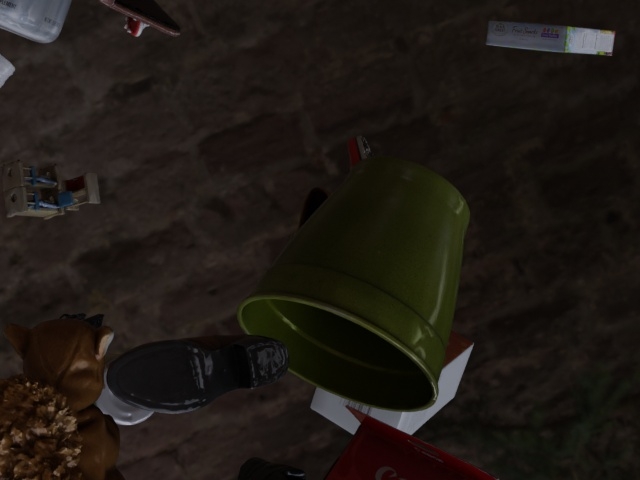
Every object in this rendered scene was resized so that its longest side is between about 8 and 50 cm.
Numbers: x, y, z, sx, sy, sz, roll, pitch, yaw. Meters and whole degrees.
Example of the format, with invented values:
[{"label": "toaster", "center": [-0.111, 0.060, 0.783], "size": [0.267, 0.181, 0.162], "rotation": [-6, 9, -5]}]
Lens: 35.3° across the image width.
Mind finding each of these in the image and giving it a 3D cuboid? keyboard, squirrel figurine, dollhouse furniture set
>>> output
[{"label": "keyboard", "center": [-0.478, 0.181, 1.906], "size": [0.023, 0.108, 0.180], "rotation": [25, -158, 21]}, {"label": "squirrel figurine", "center": [-0.440, 0.313, 1.650], "size": [0.281, 0.371, 0.397], "rotation": [5, 175, 6]}, {"label": "dollhouse furniture set", "center": [-0.645, -0.135, 2.402], "size": [0.183, 0.129, 0.129], "rotation": [-14, 172, 31]}]

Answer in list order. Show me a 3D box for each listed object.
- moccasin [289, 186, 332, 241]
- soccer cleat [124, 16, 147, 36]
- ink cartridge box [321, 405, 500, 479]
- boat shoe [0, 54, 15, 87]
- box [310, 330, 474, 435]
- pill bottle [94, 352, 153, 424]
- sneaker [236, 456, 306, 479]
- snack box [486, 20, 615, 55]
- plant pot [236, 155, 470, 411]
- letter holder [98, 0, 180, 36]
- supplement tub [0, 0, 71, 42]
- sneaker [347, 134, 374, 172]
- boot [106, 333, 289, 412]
[{"label": "moccasin", "center": [0.003, -0.001, 2.227], "size": [0.139, 0.147, 0.380], "rotation": [-19, -152, 18]}, {"label": "soccer cleat", "center": [-0.191, -0.239, 1.074], "size": [0.035, 0.029, 0.083], "rotation": [17, -153, -26]}, {"label": "ink cartridge box", "center": [0.165, 0.414, 1.547], "size": [0.309, 0.272, 0.130], "rotation": [17, -117, 43]}, {"label": "boat shoe", "center": [-0.563, -0.316, 1.593], "size": [0.084, 0.258, 0.095], "rotation": [-39, 153, -10]}, {"label": "box", "center": [0.170, 0.308, 2.313], "size": [0.215, 0.168, 0.345], "rotation": [28, -153, 23]}, {"label": "pill bottle", "center": [-0.423, 0.299, 2.050], "size": [0.136, 0.136, 0.245], "rotation": [-27, -172, -27]}, {"label": "sneaker", "center": [-0.117, 0.476, 1.831], "size": [0.130, 0.109, 0.286], "rotation": [-3, -164, 24]}, {"label": "snack box", "center": [0.310, -0.275, 1.362], "size": [0.100, 0.037, 0.141], "rotation": [-3, -165, -37]}, {"label": "plant pot", "center": [0.093, 0.054, 1.762], "size": [0.366, 0.366, 0.353], "rotation": [-8, -132, 50]}, {"label": "letter holder", "center": [-0.186, -0.343, 1.017], "size": [0.152, 0.302, 0.214], "rotation": [-51, 151, 13]}, {"label": "supplement tub", "center": [-0.422, -0.471, 1.436], "size": [0.207, 0.338, 0.207], "rotation": [20, -176, -1]}, {"label": "sneaker", "center": [0.061, -0.068, 1.997], "size": [0.118, 0.279, 0.107], "rotation": [-2, -175, 12]}, {"label": "boot", "center": [-0.223, 0.167, 1.398], "size": [0.264, 0.096, 0.280], "rotation": [-13, -174, -37]}]
